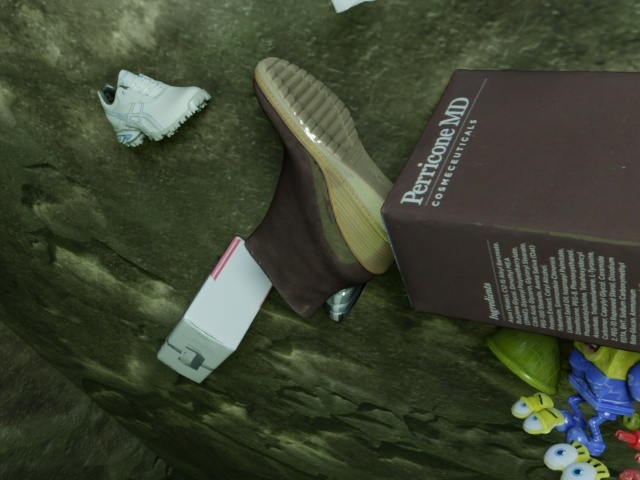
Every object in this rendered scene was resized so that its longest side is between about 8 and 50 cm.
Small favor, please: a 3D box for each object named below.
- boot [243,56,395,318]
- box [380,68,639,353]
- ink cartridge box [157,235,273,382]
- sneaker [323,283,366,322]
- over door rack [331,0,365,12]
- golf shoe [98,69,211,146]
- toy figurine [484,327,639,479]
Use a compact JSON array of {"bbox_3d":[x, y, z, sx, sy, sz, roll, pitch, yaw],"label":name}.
[{"bbox_3d":[-0.031,-0.046,0.763,0.248,0.090,0.207,51,129,-2],"label":"boot"},{"bbox_3d":[0.262,-0.024,0.541,0.381,0.191,0.143,7,141,31],"label":"box"},{"bbox_3d":[-0.161,0.114,1.098,0.092,0.158,0.218,34,148,-8],"label":"ink cartridge box"},{"bbox_3d":[0.000,0.000,0.897,0.132,0.086,0.229,26,138,16],"label":"sneaker"},{"bbox_3d":[0.080,-0.269,0.385,0.324,0.108,0.239,-4,125,39],"label":"over door rack"},{"bbox_3d":[-0.207,-0.165,0.841,0.176,0.069,0.086,-6,127,42],"label":"golf shoe"},{"bbox_3d":[0.324,0.109,0.738,0.191,0.217,0.362,18,-167,-7],"label":"toy figurine"}]
